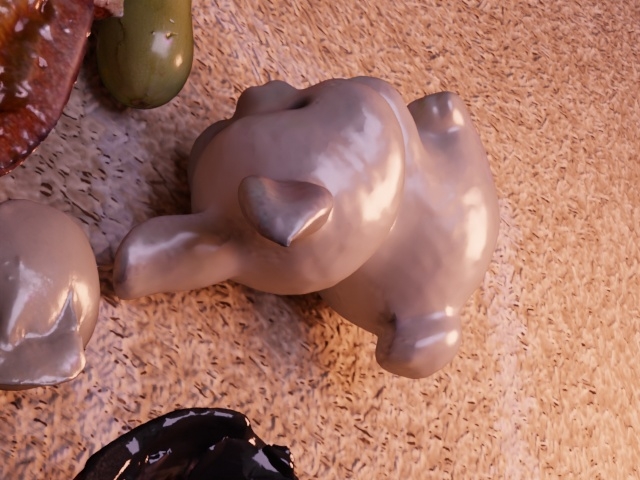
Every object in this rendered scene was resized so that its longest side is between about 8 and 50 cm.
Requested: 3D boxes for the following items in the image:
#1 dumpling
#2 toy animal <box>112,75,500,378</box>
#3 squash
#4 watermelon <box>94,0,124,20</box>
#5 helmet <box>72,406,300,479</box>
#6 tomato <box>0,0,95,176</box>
[{"bbox_3d":[-0.218,0.032,1.326,0.150,0.092,0.176,21,55,-30],"label":"dumpling"},{"bbox_3d":[-0.001,-0.009,1.570,0.367,0.196,0.241,9,61,-56],"label":"toy animal"},{"bbox_3d":[-0.146,-0.214,1.615,0.083,0.083,0.250,33,41,-40],"label":"squash"},{"bbox_3d":[-0.223,-0.185,1.467,0.187,0.071,0.139,17,69,-29],"label":"watermelon"},{"bbox_3d":[-0.104,0.230,1.283,0.198,0.154,0.253,46,53,-7],"label":"helmet"},{"bbox_3d":[-0.314,-0.173,1.277,0.338,0.143,0.338,31,44,-35],"label":"tomato"}]
